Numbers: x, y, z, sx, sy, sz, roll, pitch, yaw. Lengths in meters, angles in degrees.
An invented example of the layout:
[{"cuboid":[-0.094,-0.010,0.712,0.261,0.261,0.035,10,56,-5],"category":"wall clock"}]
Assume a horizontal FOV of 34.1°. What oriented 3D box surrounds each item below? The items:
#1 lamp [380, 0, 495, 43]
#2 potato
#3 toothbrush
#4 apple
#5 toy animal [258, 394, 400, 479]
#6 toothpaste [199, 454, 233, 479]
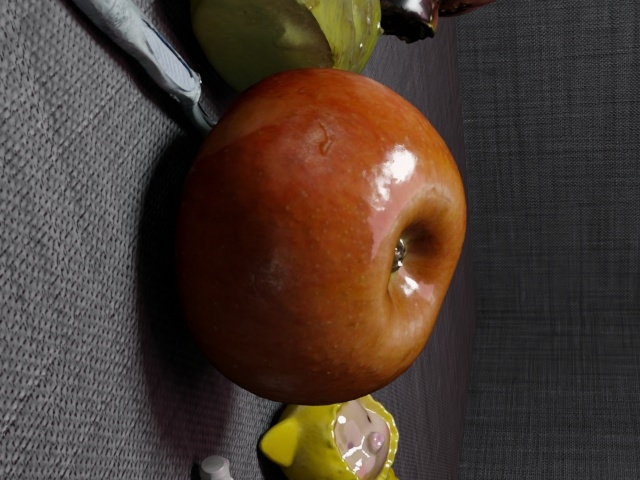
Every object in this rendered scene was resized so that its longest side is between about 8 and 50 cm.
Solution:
[{"cuboid":[0.090,-0.337,1.117,0.305,0.305,0.239,36,66,-73],"category":"lamp"},{"cuboid":[-0.034,-0.206,0.933,0.298,0.141,0.176,-7,83,-69],"category":"potato"},{"cuboid":[-0.121,-0.136,0.778,0.413,0.042,0.035,48,43,-66],"category":"toothbrush"},{"cuboid":[0.000,0.000,0.850,0.271,0.206,0.251,-68,156,-8],"category":"apple"},{"cuboid":[0.020,0.258,1.141,0.156,0.156,0.229,-66,142,-60],"category":"toy animal"},{"cuboid":[-0.082,0.267,0.928,0.048,0.031,0.190,-77,163,-56],"category":"toothpaste"}]
